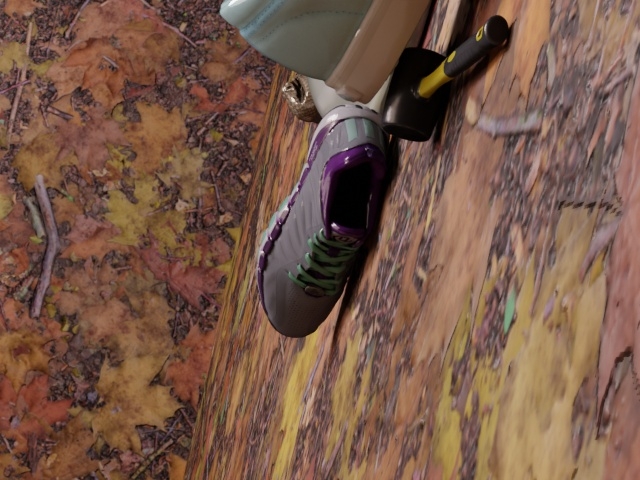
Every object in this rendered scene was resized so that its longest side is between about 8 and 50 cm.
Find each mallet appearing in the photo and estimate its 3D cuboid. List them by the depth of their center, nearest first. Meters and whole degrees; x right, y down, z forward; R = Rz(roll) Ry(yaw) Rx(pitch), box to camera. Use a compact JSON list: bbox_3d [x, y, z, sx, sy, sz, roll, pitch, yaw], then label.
[{"bbox_3d":[0.085,-0.119,0.941,0.190,0.039,0.062,136,150,-69],"label":"mallet"}]

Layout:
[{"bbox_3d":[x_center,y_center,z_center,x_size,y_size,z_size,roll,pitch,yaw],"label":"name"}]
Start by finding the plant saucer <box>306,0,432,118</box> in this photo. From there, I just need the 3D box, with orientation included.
[{"bbox_3d":[0.041,-0.277,1.329,0.400,0.101,0.400,-167,90,-84],"label":"plant saucer"}]

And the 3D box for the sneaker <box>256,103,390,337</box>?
[{"bbox_3d":[0.000,0.000,1.216,0.098,0.083,0.223,-99,23,-61],"label":"sneaker"}]

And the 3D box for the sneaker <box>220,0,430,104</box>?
[{"bbox_3d":[0.043,-0.280,0.971,0.135,0.150,0.365,-117,50,-76],"label":"sneaker"}]

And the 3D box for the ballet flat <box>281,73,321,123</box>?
[{"bbox_3d":[-0.015,-0.246,1.921,0.084,0.058,0.249,110,170,-45],"label":"ballet flat"}]
